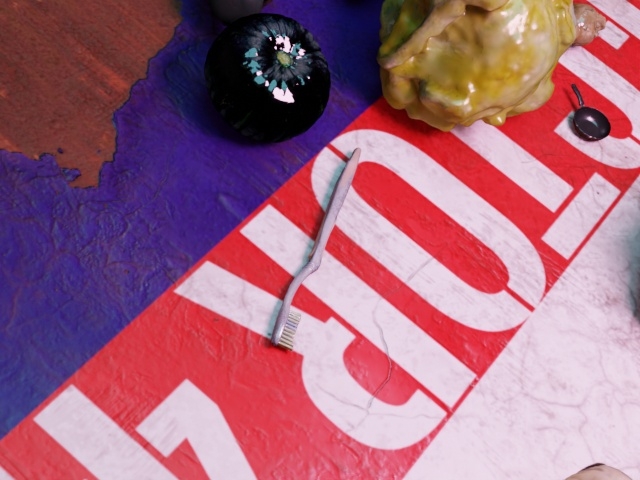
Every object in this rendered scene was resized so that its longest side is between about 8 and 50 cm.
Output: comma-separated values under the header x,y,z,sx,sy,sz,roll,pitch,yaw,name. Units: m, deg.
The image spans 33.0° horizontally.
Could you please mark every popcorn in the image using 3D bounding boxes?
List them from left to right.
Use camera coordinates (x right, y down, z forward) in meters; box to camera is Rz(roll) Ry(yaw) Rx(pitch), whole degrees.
x,y,z,sx,sy,sz,roll,pitch,yaw,name
0.232,-0.325,1.695,0.312,0.312,0.312,8,57,-13,popcorn

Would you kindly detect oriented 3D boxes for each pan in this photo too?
x,y,z,sx,sy,sz,roll,pitch,yaw,name
0.449,-0.215,1.837,0.068,0.023,0.115,-10,65,-22,pan

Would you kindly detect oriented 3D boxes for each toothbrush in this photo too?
x,y,z,sx,sy,sz,roll,pitch,yaw,name
0.000,0.000,1.555,0.037,0.028,0.375,26,55,-7,toothbrush

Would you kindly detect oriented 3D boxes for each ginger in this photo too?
x,y,z,sx,sy,sz,roll,pitch,yaw,name
0.394,-0.376,1.891,0.204,0.080,0.104,-8,29,-23,ginger

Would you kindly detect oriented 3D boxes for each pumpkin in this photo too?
x,y,z,sx,sy,sz,roll,pitch,yaw,name
-0.079,-0.242,1.618,0.201,0.140,0.202,12,64,-25,pumpkin

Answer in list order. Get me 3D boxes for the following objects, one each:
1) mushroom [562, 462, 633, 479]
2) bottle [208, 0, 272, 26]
x,y,z,sx,sy,sz,roll,pitch,yaw,name
0.347,0.363,1.386,0.154,0.122,0.154,-3,95,-35,mushroom
-0.116,-0.458,1.731,0.143,0.156,0.271,9,52,-5,bottle
